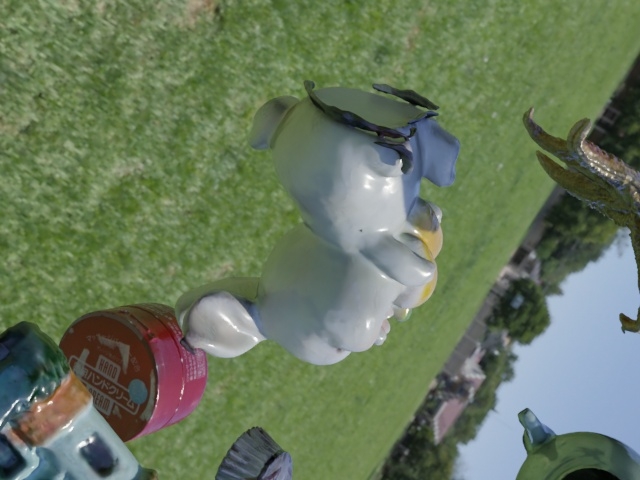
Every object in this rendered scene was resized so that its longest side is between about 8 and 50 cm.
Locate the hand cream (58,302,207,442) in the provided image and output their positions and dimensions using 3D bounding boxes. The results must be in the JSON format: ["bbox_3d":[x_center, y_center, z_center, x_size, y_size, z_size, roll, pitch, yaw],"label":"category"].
[{"bbox_3d":[-0.312,0.215,1.437,0.149,0.230,0.230,-11,134,-62],"label":"hand cream"}]

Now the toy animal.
[{"bbox_3d":[0.006,0.003,0.846,0.182,0.247,0.309,-94,-158,-64],"label":"toy animal"}]

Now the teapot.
[{"bbox_3d":[0.350,0.348,1.125,0.193,0.294,0.129,-34,163,2],"label":"teapot"}]

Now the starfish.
[{"bbox_3d":[0.355,-0.024,1.014,0.094,0.327,0.375,-29,-161,1],"label":"starfish"}]

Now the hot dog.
[{"bbox_3d":[-0.080,0.312,0.900,0.131,0.069,0.252,-28,129,-64],"label":"hot dog"}]

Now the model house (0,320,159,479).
[{"bbox_3d":[-0.242,0.246,0.690,0.253,0.291,0.184,-44,-166,-25],"label":"model house"}]
